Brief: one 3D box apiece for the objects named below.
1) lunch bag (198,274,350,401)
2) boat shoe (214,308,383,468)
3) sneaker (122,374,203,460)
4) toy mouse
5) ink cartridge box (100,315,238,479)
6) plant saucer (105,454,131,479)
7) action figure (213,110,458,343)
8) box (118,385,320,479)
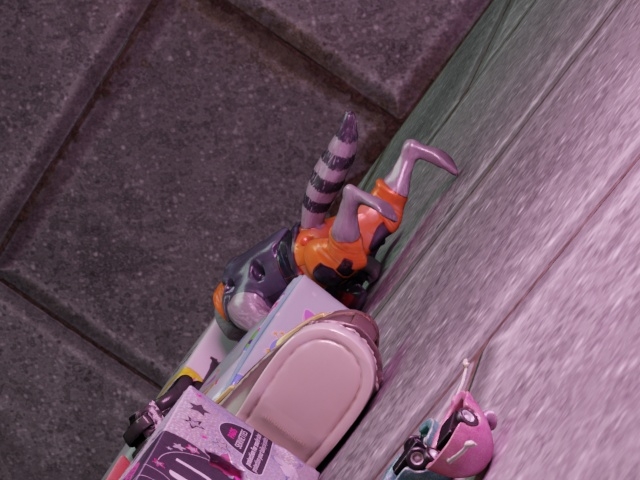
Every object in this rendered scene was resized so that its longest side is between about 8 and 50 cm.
[{"bbox_3d":[-0.065,0.166,1.958,0.224,0.108,0.279,-51,2,-37],"label":"lunch bag"},{"bbox_3d":[-0.062,0.187,1.699,0.324,0.116,0.097,-50,0,20],"label":"boat shoe"},{"bbox_3d":[-0.172,0.271,2.138,0.104,0.147,0.296,-49,9,52],"label":"sneaker"},{"bbox_3d":[0.066,0.125,1.093,0.143,0.031,0.161,-58,4,-39],"label":"toy mouse"},{"bbox_3d":[-0.161,0.250,2.344,0.306,0.131,0.226,-59,4,-33],"label":"ink cartridge box"},{"bbox_3d":[-0.211,0.374,1.807,0.258,0.048,0.259,-61,-18,-55],"label":"plant saucer"},{"bbox_3d":[0.000,0.000,2.198,0.330,0.178,0.341,-43,10,31],"label":"action figure"},{"bbox_3d":[-0.111,0.243,1.533,0.163,0.142,0.247,-55,3,16],"label":"box"}]
